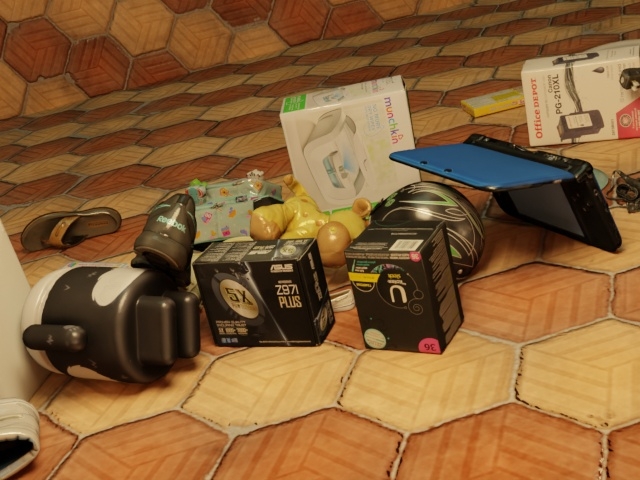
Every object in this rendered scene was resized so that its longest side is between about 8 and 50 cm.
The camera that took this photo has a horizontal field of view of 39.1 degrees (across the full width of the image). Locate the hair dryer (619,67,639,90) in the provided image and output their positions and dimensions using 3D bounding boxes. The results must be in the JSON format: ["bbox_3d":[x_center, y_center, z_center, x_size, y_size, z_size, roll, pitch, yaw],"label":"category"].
[{"bbox_3d":[0.731,-0.249,1.767,0.294,0.223,0.080,-11,-21,-19],"label":"hair dryer"}]

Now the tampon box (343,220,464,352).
[{"bbox_3d":[0.119,0.064,1.274,0.121,0.160,0.101,0,26,31],"label":"tampon box"}]

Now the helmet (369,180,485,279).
[{"bbox_3d":[0.176,-0.013,1.440,0.162,0.169,0.169,-17,18,28],"label":"helmet"}]

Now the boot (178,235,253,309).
[{"bbox_3d":[-0.191,0.068,1.544,0.213,0.077,0.165,-13,21,12],"label":"boot"}]

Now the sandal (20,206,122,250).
[{"bbox_3d":[-0.539,-0.016,1.952,0.220,0.090,0.060,-9,44,-8],"label":"sandal"}]

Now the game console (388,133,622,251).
[{"bbox_3d":[0.291,-0.066,1.445,0.173,0.250,0.293,-39,29,-12],"label":"game console"}]

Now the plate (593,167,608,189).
[{"bbox_3d":[0.445,-0.114,1.702,0.188,0.024,0.188,-11,21,5],"label":"plate"}]

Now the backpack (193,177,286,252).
[{"bbox_3d":[-0.154,-0.041,1.680,0.189,0.144,0.166,-15,-7,19],"label":"backpack"}]

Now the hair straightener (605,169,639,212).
[{"bbox_3d":[0.551,-0.082,1.537,0.089,0.047,0.230,-16,22,-9],"label":"hair straightener"}]

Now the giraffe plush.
[{"bbox_3d":[0.000,0.000,1.500,0.171,0.181,0.210,12,48,24],"label":"giraffe plush"}]

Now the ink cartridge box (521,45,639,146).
[{"bbox_3d":[0.550,-0.299,1.888,0.237,0.171,0.100,-4,24,22],"label":"ink cartridge box"}]

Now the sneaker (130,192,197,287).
[{"bbox_3d":[-0.227,0.004,1.387,0.101,0.106,0.267,23,-16,-8],"label":"sneaker"}]

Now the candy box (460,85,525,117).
[{"bbox_3d":[0.464,-0.352,2.249,0.206,0.027,0.105,-14,20,-4],"label":"candy box"}]

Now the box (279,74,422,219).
[{"bbox_3d":[0.066,-0.151,1.684,0.231,0.261,0.126,-9,23,6],"label":"box"}]

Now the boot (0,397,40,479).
[{"bbox_3d":[-0.495,0.281,1.173,0.258,0.095,0.123,-19,16,-17],"label":"boot"}]

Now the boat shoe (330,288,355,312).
[{"bbox_3d":[0.004,0.097,1.422,0.100,0.035,0.035,-11,23,4],"label":"boat shoe"}]

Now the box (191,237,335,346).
[{"bbox_3d":[-0.084,0.079,1.366,0.180,0.147,0.077,-2,24,23],"label":"box"}]

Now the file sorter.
[{"bbox_3d":[-0.551,0.123,1.355,0.173,0.277,0.193,-11,22,15],"label":"file sorter"}]

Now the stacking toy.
[{"bbox_3d":[-0.248,-0.103,2.012,0.221,0.052,0.167,1,26,32],"label":"stacking toy"}]

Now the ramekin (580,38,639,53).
[{"bbox_3d":[0.689,-0.364,2.028,0.273,0.127,0.273,-11,23,5],"label":"ramekin"}]

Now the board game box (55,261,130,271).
[{"bbox_3d":[-0.454,0.076,1.730,0.154,0.026,0.103,0,26,29],"label":"board game box"}]

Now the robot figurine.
[{"bbox_3d":[-0.315,0.127,1.352,0.278,0.209,0.173,1,56,27],"label":"robot figurine"}]
